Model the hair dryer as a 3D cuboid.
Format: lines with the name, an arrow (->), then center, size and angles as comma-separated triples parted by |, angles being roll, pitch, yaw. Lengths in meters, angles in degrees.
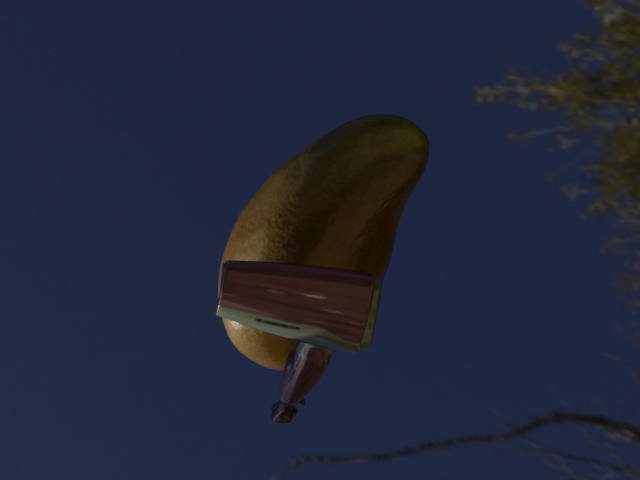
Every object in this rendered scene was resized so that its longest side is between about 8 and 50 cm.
hair dryer -> -0.019, 0.076, 1.166 | 0.106, 0.054, 0.154 | 7, -44, 0

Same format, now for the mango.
mango -> 0.000, 0.000, 1.260 | 0.136, 0.099, 0.227 | 1, -48, -40
